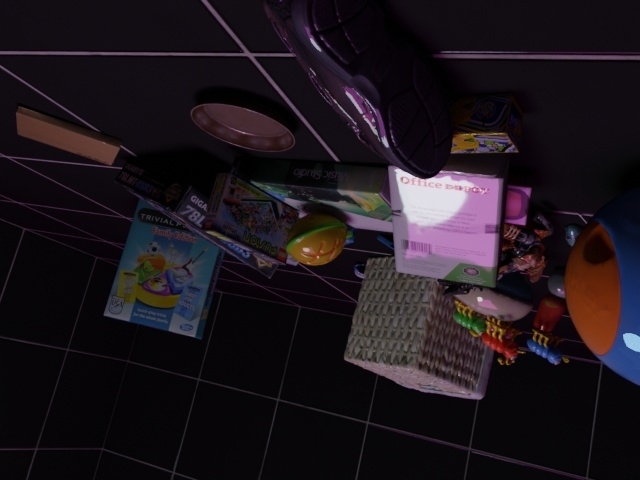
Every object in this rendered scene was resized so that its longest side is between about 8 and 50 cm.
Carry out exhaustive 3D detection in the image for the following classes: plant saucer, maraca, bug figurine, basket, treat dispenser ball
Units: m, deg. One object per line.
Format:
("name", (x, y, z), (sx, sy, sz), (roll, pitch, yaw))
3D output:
("plant saucer", (-0.119, -0.186, 1.006), (0.168, 0.029, 0.168), (12, 168, 3))
("maraca", (0.000, 0.000, 1.276), (0.127, 0.099, 0.185), (-24, 165, 15))
("bug figurine", (0.417, 0.213, 1.435), (0.278, 0.072, 0.216), (14, -167, -41))
("basket", (0.274, 0.227, 1.729), (0.266, 0.332, 0.328), (23, 164, -30))
("treat dispenser ball", (0.483, 0.062, 0.864), (0.287, 0.289, 0.288), (13, 168, 3))

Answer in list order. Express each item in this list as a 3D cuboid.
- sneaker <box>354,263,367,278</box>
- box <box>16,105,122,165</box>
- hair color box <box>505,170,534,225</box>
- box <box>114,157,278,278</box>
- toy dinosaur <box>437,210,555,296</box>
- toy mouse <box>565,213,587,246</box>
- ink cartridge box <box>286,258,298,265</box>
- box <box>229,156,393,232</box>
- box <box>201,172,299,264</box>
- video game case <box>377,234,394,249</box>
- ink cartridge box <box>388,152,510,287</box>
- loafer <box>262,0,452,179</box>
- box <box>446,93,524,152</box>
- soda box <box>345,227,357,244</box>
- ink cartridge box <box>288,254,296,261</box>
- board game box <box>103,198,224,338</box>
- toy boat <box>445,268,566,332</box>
("sneaker", (0.161, 0.097, 1.913), (0.135, 0.052, 0.058), (8, 162, 21))
("box", (-0.521, -0.213, 1.325), (0.201, 0.021, 0.164), (19, 166, -21))
("hair color box", (0.256, -0.073, 1.003), (0.141, 0.043, 0.072), (8, 127, 17))
("box", (-0.264, -0.051, 1.394), (0.293, 0.073, 0.295), (23, 169, 48))
("toy dinosaur", (0.333, 0.019, 1.178), (0.218, 0.164, 0.322), (-18, 125, 33))
("toy mouse", (0.504, 0.001, 1.168), (0.160, 0.031, 0.143), (15, 167, -6))
("ink cartridge box", (-0.109, -0.003, 1.726), (0.165, 0.065, 0.332), (15, 166, -9))
("box", (0.015, -0.085, 1.245), (0.321, 0.059, 0.232), (6, 166, 28))
("box", (-0.129, -0.037, 1.226), (0.036, 0.114, 0.207), (4, 164, 39))
("video game case", (0.224, 0.045, 1.541), (0.166, 0.015, 0.119), (35, -177, 39))
("ink cartridge box", (0.192, -0.045, 0.952), (0.160, 0.093, 0.220), (9, 136, 19))
("loafer", (0.051, -0.180, 0.710), (0.095, 0.109, 0.302), (24, 168, 45))
("box", (0.168, -0.147, 0.821), (0.168, 0.054, 0.059), (4, 165, 35))
("soda box", (0.015, -0.026, 1.472), (0.067, 0.071, 0.210), (20, 166, -18))
("ink cartridge box", (-0.134, -0.038, 1.418), (0.235, 0.056, 0.171), (31, 172, -4))
("board game box", (-0.402, 0.069, 1.713), (0.253, 0.336, 0.079), (12, 168, 6))
("toy boat", (0.425, 0.095, 1.434), (0.318, 0.148, 0.267), (20, -171, -17))
